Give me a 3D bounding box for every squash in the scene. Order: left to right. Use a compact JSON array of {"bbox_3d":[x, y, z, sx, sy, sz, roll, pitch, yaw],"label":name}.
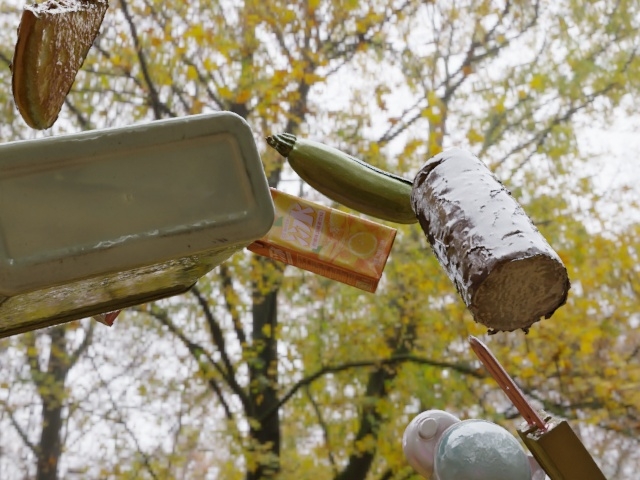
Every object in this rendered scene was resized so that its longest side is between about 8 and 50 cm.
[{"bbox_3d":[0.046,-0.109,1.792,0.341,0.094,0.094,25,-33,15],"label":"squash"}]

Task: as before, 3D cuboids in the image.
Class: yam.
[{"bbox_3d":[0.193,-0.004,1.195,0.131,0.279,0.131,-6,-58,-11],"label":"yam"}]

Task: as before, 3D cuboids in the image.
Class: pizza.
[{"bbox_3d":[-0.332,-0.242,1.226,0.053,0.193,0.201,24,-45,6],"label":"pizza"}]

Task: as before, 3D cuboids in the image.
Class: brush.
[{"bbox_3d":[0.250,0.205,1.168,0.047,0.233,0.103,-35,-1,-4],"label":"brush"}]

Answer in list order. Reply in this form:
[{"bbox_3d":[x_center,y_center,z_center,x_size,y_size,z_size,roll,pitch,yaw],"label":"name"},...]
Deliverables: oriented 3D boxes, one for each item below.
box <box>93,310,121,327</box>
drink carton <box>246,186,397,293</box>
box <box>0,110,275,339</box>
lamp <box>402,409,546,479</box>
[{"bbox_3d":[-0.431,0.074,1.769,0.039,0.055,0.218,16,-27,36],"label":"box"},{"bbox_3d":[0.000,0.000,1.562,0.223,0.096,0.071,19,-23,6],"label":"drink carton"},{"bbox_3d":[-0.274,-0.009,1.167,0.352,0.177,0.344,-13,-6,-28],"label":"box"},{"bbox_3d":[0.258,0.378,1.689,0.246,0.179,0.108,32,-40,14],"label":"lamp"}]
